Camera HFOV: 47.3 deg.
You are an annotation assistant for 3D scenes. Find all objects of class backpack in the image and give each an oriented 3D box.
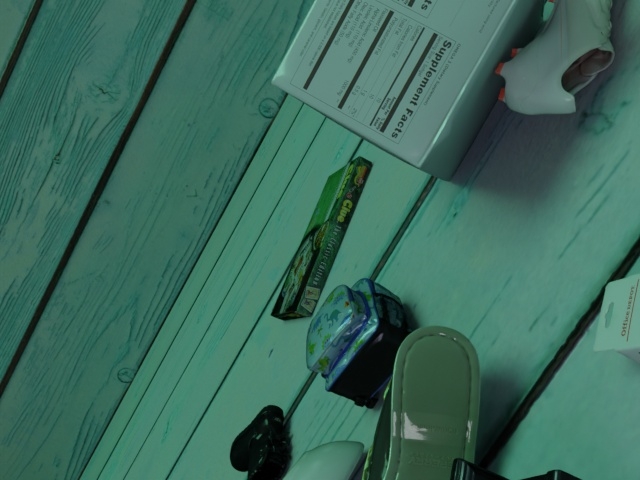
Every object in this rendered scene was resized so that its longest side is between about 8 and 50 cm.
[{"bbox_3d":[0.037,0.093,0.739,0.105,0.084,0.114,-55,14,20],"label":"backpack"}]

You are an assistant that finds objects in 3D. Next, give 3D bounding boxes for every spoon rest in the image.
[{"bbox_3d":[-0.045,0.285,0.626,0.276,0.084,0.137,-45,-11,-28],"label":"spoon rest"}]

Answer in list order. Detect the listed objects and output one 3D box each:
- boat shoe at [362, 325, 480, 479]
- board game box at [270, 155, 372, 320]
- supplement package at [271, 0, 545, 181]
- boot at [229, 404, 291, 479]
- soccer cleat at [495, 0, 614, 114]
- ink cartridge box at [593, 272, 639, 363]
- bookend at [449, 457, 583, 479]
[{"bbox_3d":[0.068,0.177,0.510,0.068,0.081,0.227,79,-156,-71],"label":"boat shoe"},{"bbox_3d":[0.000,0.000,1.141,0.259,0.030,0.136,-67,13,-16],"label":"board game box"},{"bbox_3d":[0.099,-0.180,0.685,0.204,0.145,0.262,-61,-13,9],"label":"supplement package"},{"bbox_3d":[-0.078,0.274,0.908,0.121,0.045,0.099,-56,19,24],"label":"boot"},{"bbox_3d":[0.224,-0.180,0.630,0.076,0.068,0.196,23,67,33],"label":"soccer cleat"},{"bbox_3d":[0.192,0.041,0.400,0.083,0.028,0.048,-31,35,64],"label":"ink cartridge box"},{"bbox_3d":[0.122,0.174,0.329,0.157,0.072,0.156,-42,26,54],"label":"bookend"}]
